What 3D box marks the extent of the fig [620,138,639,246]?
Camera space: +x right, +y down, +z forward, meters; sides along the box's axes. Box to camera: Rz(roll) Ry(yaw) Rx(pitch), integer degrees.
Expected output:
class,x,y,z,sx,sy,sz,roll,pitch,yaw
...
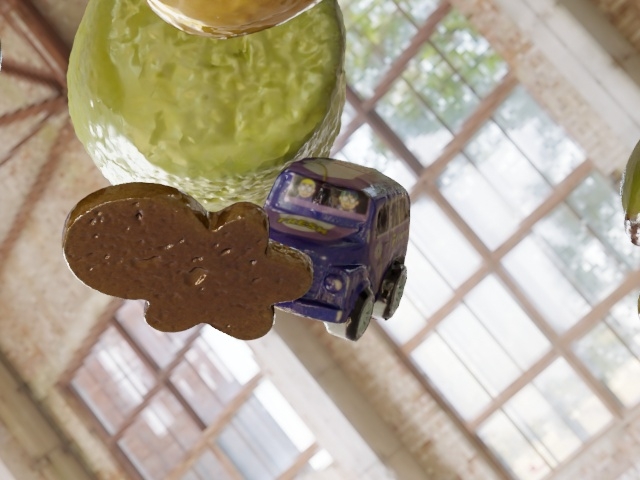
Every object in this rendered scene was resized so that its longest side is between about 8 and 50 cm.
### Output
class,x,y,z,sx,sy,sz,roll,pitch,yaw
fig,0.409,-0.047,1.520,0.225,0.203,0.203,-31,-14,-21

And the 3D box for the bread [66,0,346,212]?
class,x,y,z,sx,sy,sz,roll,pitch,yaw
bread,-0.122,-0.193,1.668,0.348,0.348,0.308,-38,4,-8

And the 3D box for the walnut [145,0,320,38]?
class,x,y,z,sx,sy,sz,roll,pitch,yaw
walnut,-0.043,-0.228,0.976,0.206,0.159,0.159,-35,-12,-13

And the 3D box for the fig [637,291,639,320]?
class,x,y,z,sx,sy,sz,roll,pitch,yaw
fig,0.452,0.077,1.873,0.082,0.084,0.098,-26,24,30

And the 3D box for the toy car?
class,x,y,z,sx,sy,sz,roll,pitch,yaw
toy car,0.000,0.000,1.525,0.235,0.172,0.158,-34,-42,-67

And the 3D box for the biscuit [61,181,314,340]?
class,x,y,z,sx,sy,sz,roll,pitch,yaw
biscuit,-0.123,0.017,1.319,0.236,0.039,0.180,24,-50,-30
